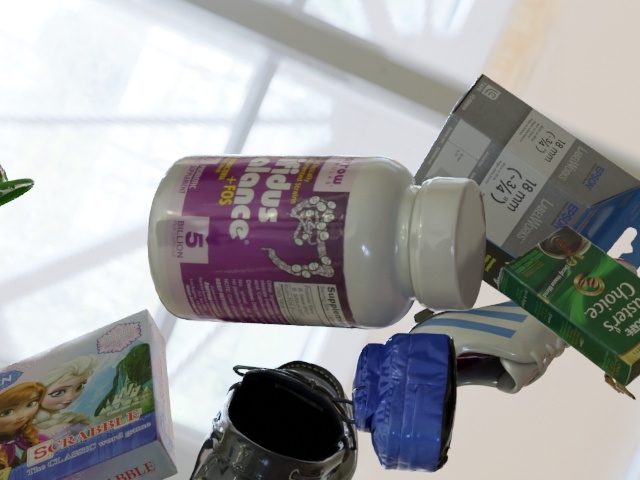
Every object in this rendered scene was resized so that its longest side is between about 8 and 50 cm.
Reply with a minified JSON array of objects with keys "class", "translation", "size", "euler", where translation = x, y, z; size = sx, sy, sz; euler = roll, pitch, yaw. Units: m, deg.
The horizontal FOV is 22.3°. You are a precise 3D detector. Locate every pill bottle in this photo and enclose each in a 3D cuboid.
[{"class":"pill bottle","translation":[0.000,0.000,1.562],"size":[0.169,0.301,0.169],"euler":[1,-90,-71]}]

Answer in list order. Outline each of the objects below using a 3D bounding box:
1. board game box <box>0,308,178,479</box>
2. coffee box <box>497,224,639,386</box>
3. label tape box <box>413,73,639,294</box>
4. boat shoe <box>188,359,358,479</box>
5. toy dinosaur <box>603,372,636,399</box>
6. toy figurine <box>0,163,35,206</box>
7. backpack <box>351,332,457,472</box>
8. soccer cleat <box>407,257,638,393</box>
[{"class":"board game box","translation":[-0.350,0.248,2.117],"size":[0.318,0.066,0.318],"euler":[-23,29,3]},{"class":"coffee box","translation":[0.297,0.067,1.753],"size":[0.113,0.184,0.040],"euler":[-31,-34,-31]},{"class":"label tape box","translation":[0.292,-0.038,2.231],"size":[0.106,0.333,0.241],"euler":[-52,-6,-41]},{"class":"boat shoe","translation":[-0.041,0.234,1.982],"size":[0.500,0.186,0.156],"euler":[-45,-21,-72]},{"class":"toy dinosaur","translation":[0.382,0.129,1.958],"size":[0.112,0.211,0.064],"euler":[-54,-17,-2]},{"class":"toy figurine","translation":[-0.395,-0.110,1.709],"size":[0.130,0.159,0.173],"euler":[-23,-3,-1]},{"class":"backpack","translation":[0.080,0.160,1.539],"size":[0.098,0.101,0.120],"euler":[78,-168,-64]},{"class":"soccer cleat","translation":[0.273,0.127,2.081],"size":[0.116,0.331,0.143],"euler":[83,166,-48]}]
